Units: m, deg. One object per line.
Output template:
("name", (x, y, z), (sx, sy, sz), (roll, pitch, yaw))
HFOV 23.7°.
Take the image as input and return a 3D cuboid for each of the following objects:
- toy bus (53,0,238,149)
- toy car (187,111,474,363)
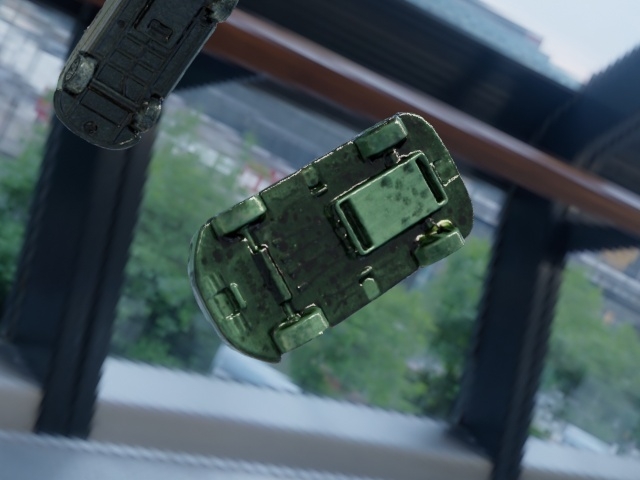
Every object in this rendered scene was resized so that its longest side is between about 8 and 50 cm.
("toy bus", (-0.141, -0.170, 1.232), (0.087, 0.194, 0.089), (30, 16, -23))
("toy car", (0.000, 0.000, 1.371), (0.125, 0.306, 0.136), (-21, -81, 57))
